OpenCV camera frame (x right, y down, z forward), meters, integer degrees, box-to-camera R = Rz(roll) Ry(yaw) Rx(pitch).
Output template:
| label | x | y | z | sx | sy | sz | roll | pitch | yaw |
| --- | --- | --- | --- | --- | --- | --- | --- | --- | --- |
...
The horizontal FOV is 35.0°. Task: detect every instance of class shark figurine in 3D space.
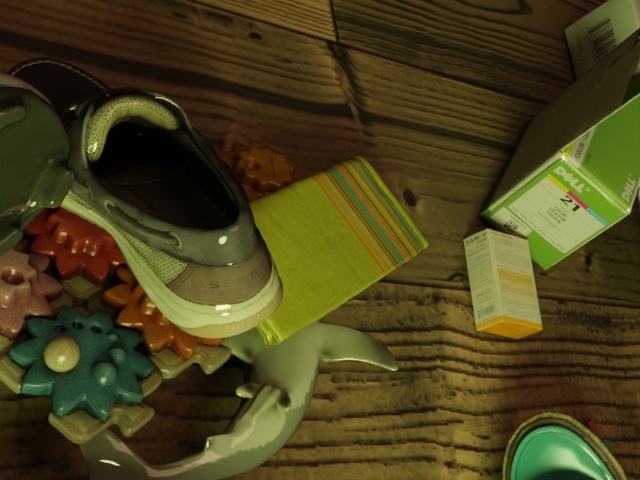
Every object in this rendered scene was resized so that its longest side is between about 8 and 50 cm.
| label | x | y | z | sx | sy | sz | roll | pitch | yaw |
| --- | --- | --- | --- | --- | --- | --- | --- | --- | --- |
| shark figurine | -0.057 | 0.130 | 0.717 | 0.166 | 0.116 | 0.278 | 24 | 37 | 11 |

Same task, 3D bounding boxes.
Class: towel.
| label | x | y | z | sx | sy | sz | roll | pitch | yaw |
| --- | --- | --- | --- | --- | --- | --- | --- | --- | --- |
| towel | 0.000 | 0.000 | 0.781 | 0.102 | 0.021 | 0.237 | 53 | 35 | 6 |

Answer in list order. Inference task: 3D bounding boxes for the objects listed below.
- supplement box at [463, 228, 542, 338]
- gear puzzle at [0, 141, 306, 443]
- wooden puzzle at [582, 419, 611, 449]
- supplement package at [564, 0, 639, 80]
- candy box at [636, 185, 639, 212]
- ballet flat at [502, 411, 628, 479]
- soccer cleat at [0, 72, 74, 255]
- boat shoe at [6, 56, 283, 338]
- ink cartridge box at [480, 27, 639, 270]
| label | x | y | z | sx | sy | sz | roll | pitch | yaw |
| --- | --- | --- | --- | --- | --- | --- | --- | --- | --- |
| supplement box | 0.181 | 0.043 | 1.009 | 0.062 | 0.036 | 0.098 | 15 | 60 | -36 |
| gear puzzle | -0.103 | 0.001 | 0.720 | 0.175 | 0.044 | 0.339 | 37 | 39 | 14 |
| wooden puzzle | 0.270 | 0.211 | 1.025 | 0.083 | 0.006 | 0.049 | -13 | 78 | -44 |
| supplement package | 0.418 | -0.231 | 1.310 | 0.179 | 0.105 | 0.105 | 12 | 61 | -37 |
| candy box | 0.407 | -0.043 | 1.181 | 0.165 | 0.070 | 0.196 | 41 | 39 | -63 |
| ballet flat | 0.261 | 0.313 | 0.903 | 0.123 | 0.123 | 0.348 | -18 | 81 | -45 |
| soccer cleat | -0.285 | 0.024 | 0.569 | 0.331 | 0.143 | 0.116 | -45 | 132 | -24 |
| boat shoe | -0.123 | -0.055 | 0.660 | 0.103 | 0.092 | 0.285 | -24 | 50 | -28 |
| ink cartridge box | 0.299 | -0.110 | 1.029 | 0.097 | 0.255 | 0.189 | 40 | 47 | -7 |
